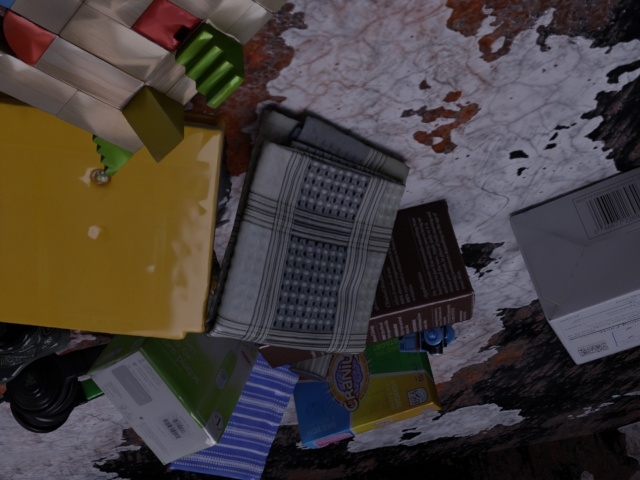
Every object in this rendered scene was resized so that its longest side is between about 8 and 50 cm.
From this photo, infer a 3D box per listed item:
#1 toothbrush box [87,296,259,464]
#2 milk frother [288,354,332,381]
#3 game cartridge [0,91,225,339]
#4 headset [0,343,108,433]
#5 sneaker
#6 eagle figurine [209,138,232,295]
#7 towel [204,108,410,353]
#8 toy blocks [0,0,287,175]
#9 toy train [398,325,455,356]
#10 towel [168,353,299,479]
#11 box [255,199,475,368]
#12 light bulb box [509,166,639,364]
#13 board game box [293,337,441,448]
[{"bbox_3d":[-0.230,0.196,1.387,0.122,0.283,0.206,-26,109,23],"label":"toothbrush box"},{"bbox_3d":[-0.016,0.231,1.775,0.129,0.135,0.143,9,161,29],"label":"milk frother"},{"bbox_3d":[-0.276,-0.022,1.049,0.285,0.053,0.324,7,122,-6],"label":"game cartridge"},{"bbox_3d":[-0.580,0.285,1.687,0.394,0.185,0.243,-18,161,-23],"label":"headset"},{"bbox_3d":[-0.588,0.195,1.520,0.227,0.087,0.130,-27,148,20],"label":"sneaker"},{"bbox_3d":[-0.220,-0.025,1.194,0.226,0.225,0.298,-44,129,-28],"label":"eagle figurine"},{"bbox_3d":[0.000,0.000,1.188,0.312,0.324,0.056,15,178,-43],"label":"towel"},{"bbox_3d":[-0.205,-0.245,0.768,0.260,0.191,0.381,25,133,-36],"label":"toy blocks"},{"bbox_3d":[0.210,0.144,1.671,0.105,0.184,0.080,-8,169,35],"label":"toy train"},{"bbox_3d":[-0.167,0.356,1.788,0.243,0.336,0.040,22,179,-38],"label":"towel"},{"bbox_3d":[0.064,0.081,1.463,0.381,0.191,0.143,-13,153,1],"label":"box"},{"bbox_3d":[0.600,0.050,1.594,0.357,0.225,0.361,-22,152,16],"label":"light bulb box"},{"bbox_3d":[0.088,0.305,1.847,0.316,0.242,0.064,-22,150,17],"label":"board game box"}]
